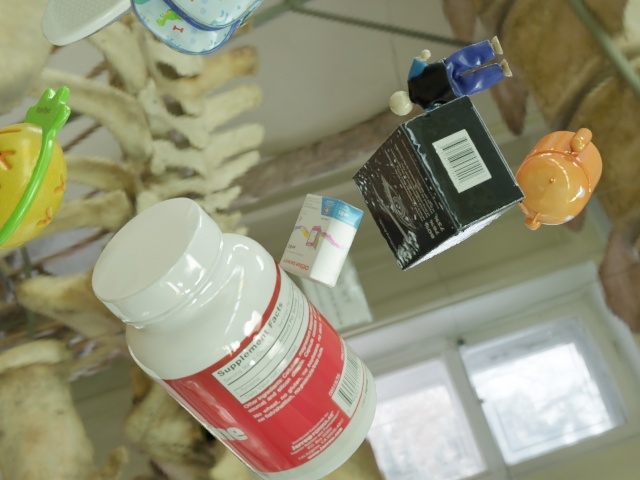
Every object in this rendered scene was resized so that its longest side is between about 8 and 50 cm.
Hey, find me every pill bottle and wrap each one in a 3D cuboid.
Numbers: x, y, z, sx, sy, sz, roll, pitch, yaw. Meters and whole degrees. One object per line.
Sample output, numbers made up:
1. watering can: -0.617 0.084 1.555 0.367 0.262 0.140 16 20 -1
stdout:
1. pill bottle: -0.114 0.139 1.416 0.407 0.229 0.229 51 9 -33

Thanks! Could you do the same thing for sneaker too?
1. sneaker: -0.253 -0.337 1.440 0.105 0.295 0.147 33 -23 22

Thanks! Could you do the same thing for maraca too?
1. maraca: -0.306 -0.074 1.059 0.099 0.185 0.127 29 -11 -36

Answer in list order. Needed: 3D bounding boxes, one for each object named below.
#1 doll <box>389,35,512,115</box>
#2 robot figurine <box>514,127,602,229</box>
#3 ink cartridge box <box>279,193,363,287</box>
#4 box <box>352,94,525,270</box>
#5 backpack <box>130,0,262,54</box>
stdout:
1. doll: 0.194 -0.236 1.579 0.046 0.189 0.129 -71 138 -69
2. robot figurine: 0.397 -0.103 1.738 0.128 0.158 0.219 62 34 -11
3. ink cartridge box: 0.000 0.000 1.530 0.089 0.052 0.122 14 -98 55
4. box: 0.146 -0.069 1.343 0.153 0.108 0.207 62 -21 6
5. backpack: -0.102 -0.215 0.872 0.105 0.114 0.084 37 3 -19
